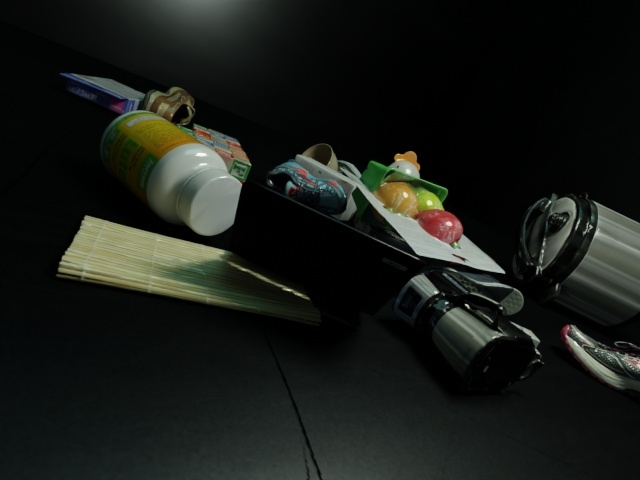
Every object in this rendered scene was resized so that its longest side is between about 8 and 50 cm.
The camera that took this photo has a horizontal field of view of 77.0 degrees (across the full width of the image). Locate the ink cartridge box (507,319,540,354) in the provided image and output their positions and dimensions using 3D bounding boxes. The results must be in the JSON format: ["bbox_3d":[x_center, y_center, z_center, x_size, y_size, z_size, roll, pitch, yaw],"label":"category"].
[{"bbox_3d":[0.421,0.201,0.843,0.083,0.028,0.048,25,16,-3],"label":"ink cartridge box"}]

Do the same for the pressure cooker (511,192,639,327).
[{"bbox_3d":[0.861,0.045,1.354,0.421,0.375,0.370,26,19,2],"label":"pressure cooker"}]

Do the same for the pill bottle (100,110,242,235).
[{"bbox_3d":[-0.240,-0.109,0.661,0.246,0.136,0.136,34,19,30],"label":"pill bottle"}]

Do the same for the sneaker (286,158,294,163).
[{"bbox_3d":[-0.083,-0.280,1.580,0.144,0.053,0.059,21,15,-43],"label":"sneaker"}]

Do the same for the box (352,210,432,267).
[{"bbox_3d":[0.192,-0.010,1.120,0.183,0.056,0.231,22,17,-9],"label":"box"}]

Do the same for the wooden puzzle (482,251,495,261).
[{"bbox_3d":[0.684,0.058,1.702,0.079,0.014,0.116,25,16,-14],"label":"wooden puzzle"}]

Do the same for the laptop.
[{"bbox_3d":[0.000,0.000,0.602,0.234,0.136,0.264,26,16,-3],"label":"laptop"}]

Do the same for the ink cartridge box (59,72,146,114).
[{"bbox_3d":[-0.664,-0.465,1.295,0.186,0.065,0.311,22,14,-8],"label":"ink cartridge box"}]

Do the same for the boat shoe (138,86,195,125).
[{"bbox_3d":[-0.509,-0.454,1.414,0.120,0.122,0.324,28,24,-7],"label":"boat shoe"}]

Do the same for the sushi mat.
[{"bbox_3d":[-0.152,0.040,0.535,0.317,0.019,0.151,16,17,-27],"label":"sushi mat"}]

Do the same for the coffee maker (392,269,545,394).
[{"bbox_3d":[0.221,0.142,0.629,0.171,0.120,0.178,42,4,-39],"label":"coffee maker"}]

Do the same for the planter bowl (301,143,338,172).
[{"bbox_3d":[0.000,-0.259,1.483,0.109,0.162,0.162,43,-1,-44],"label":"planter bowl"}]

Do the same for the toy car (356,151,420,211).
[{"bbox_3d":[0.231,-0.182,1.293,0.210,0.237,0.219,22,-2,-19],"label":"toy car"}]

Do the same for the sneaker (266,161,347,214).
[{"bbox_3d":[-0.048,-0.134,1.140,0.262,0.104,0.125,29,33,28],"label":"sneaker"}]

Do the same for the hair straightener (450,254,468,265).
[{"bbox_3d":[0.444,0.045,1.331,0.089,0.047,0.230,36,19,33],"label":"hair straightener"}]

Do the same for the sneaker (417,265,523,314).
[{"bbox_3d":[0.309,0.101,0.910,0.226,0.086,0.163,16,8,-2],"label":"sneaker"}]

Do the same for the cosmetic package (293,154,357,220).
[{"bbox_3d":[0.011,-0.162,1.232,0.231,0.117,0.086,32,18,27],"label":"cosmetic package"}]

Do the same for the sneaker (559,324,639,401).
[{"bbox_3d":[0.664,0.264,0.850,0.299,0.112,0.121,30,17,18],"label":"sneaker"}]

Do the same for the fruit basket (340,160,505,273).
[{"bbox_3d":[0.235,-0.042,0.984,0.327,0.165,0.353,11,36,-37],"label":"fruit basket"}]

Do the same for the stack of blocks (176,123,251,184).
[{"bbox_3d":[-0.289,-0.218,1.018,0.171,0.087,0.297,17,18,-24],"label":"stack of blocks"}]

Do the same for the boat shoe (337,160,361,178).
[{"bbox_3d":[0.087,-0.236,1.557,0.119,0.121,0.335,10,22,-34],"label":"boat shoe"}]
